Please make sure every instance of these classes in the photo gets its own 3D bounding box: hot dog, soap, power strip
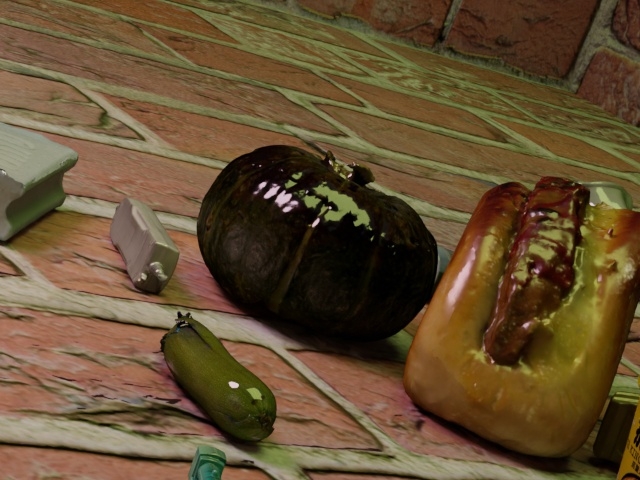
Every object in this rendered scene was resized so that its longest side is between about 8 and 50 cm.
[{"bbox_3d":[0.211,0.049,1.871,0.185,0.223,0.405,25,14,4],"label":"hot dog"},{"bbox_3d":[-0.307,-0.061,1.838,0.114,0.063,0.198,20,12,2],"label":"soap"},{"bbox_3d":[-0.165,0.004,1.835,0.030,0.047,0.191,23,11,-23],"label":"power strip"}]

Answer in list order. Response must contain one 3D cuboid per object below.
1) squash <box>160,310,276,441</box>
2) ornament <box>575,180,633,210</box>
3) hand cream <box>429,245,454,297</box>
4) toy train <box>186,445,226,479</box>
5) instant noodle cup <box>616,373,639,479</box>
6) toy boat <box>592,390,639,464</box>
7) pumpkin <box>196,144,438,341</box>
[{"bbox_3d":[-0.085,0.104,1.548,0.052,0.052,0.183,13,16,-32],"label":"squash"},{"bbox_3d":[0.399,-0.011,2.642,0.285,0.120,0.130,30,17,38],"label":"ornament"},{"bbox_3d":[0.181,0.049,2.205,0.271,0.058,0.091,14,3,-45],"label":"hand cream"},{"bbox_3d":[-0.075,0.171,1.307,0.029,0.045,0.092,17,11,-11],"label":"toy train"},{"bbox_3d":[0.311,0.205,1.562,0.182,0.144,0.182,20,14,-5],"label":"instant noodle cup"},{"bbox_3d":[0.400,0.216,1.783,0.310,0.089,0.115,21,16,-6],"label":"toy boat"},{"bbox_3d":[0.000,-0.003,1.878,0.238,0.159,0.238,19,9,-3],"label":"pumpkin"}]
